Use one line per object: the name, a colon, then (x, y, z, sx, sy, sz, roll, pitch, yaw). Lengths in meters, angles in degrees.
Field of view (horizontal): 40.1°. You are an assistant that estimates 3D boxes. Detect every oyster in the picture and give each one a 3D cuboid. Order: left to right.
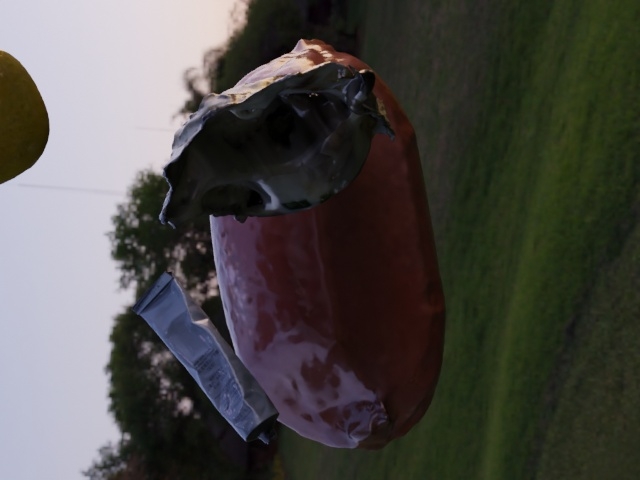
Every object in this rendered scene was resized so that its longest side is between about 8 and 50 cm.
oyster: (-0.017, -0.042, 0.406, 0.053, 0.108, 0.165, 51, -170, 16)

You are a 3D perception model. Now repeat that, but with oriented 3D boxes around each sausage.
sausage: (0.000, 0.000, 0.551, 0.148, 0.148, 0.255, -104, 11, -87)

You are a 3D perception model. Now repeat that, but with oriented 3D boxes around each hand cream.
hand cream: (-0.051, 0.056, 0.403, 0.030, 0.093, 0.019, -49, -21, 25)

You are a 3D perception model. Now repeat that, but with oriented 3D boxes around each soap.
soap: (-0.252, -0.059, 0.543, 0.033, 0.168, 0.089, 165, 79, -87)
